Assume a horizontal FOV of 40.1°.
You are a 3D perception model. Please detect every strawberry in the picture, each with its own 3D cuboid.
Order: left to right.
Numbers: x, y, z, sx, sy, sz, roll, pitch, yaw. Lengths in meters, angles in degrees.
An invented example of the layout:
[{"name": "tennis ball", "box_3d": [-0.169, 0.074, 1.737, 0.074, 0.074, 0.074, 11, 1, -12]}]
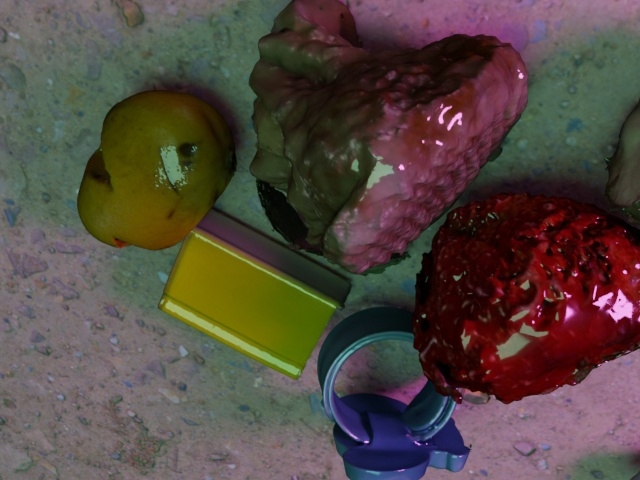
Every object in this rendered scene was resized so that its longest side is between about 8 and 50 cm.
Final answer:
[{"name": "strawberry", "box_3d": [0.215, 0.052, 0.935, 0.274, 0.274, 0.220, -35, 77, 33]}]

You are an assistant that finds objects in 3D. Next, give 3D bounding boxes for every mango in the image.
[{"name": "mango", "box_3d": [-0.206, -0.074, 1.058, 0.167, 0.130, 0.262, 42, 130, -2]}]

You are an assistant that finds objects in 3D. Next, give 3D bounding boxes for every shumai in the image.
[{"name": "shumai", "box_3d": [0.032, -0.134, 0.857, 0.262, 0.314, 0.267, 41, 111, 10]}]

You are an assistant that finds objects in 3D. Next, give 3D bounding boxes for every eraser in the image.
[{"name": "eraser", "box_3d": [-0.092, 0.071, 1.147, 0.226, 0.069, 0.158, 28, 128, 0]}]

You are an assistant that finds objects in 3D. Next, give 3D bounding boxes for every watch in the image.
[{"name": "watch", "box_3d": [0.093, 0.188, 1.112, 0.210, 0.211, 0.193, 6, 107, 15]}]

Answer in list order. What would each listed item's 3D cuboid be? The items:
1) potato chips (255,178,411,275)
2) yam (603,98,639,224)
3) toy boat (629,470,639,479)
[{"name": "potato chips", "box_3d": [0.003, -0.007, 1.015, 0.228, 0.167, 0.059, 28, 91, -19]}, {"name": "yam", "box_3d": [0.435, -0.035, 0.826, 0.300, 0.195, 0.195, 33, 126, -3]}, {"name": "toy boat", "box_3d": [0.541, 0.387, 1.127, 0.276, 0.111, 0.293, -4, 131, 26]}]
